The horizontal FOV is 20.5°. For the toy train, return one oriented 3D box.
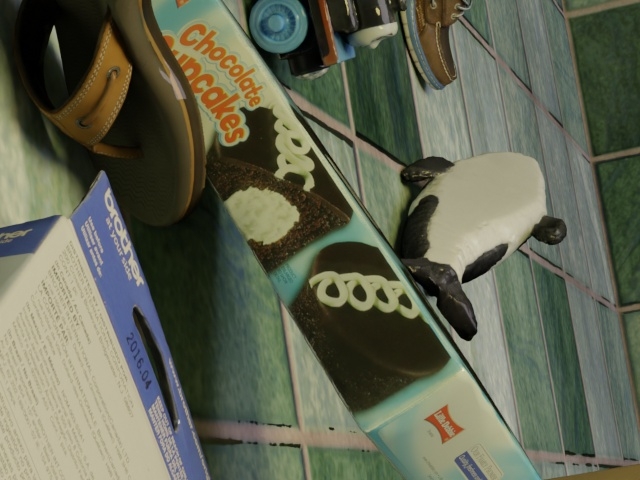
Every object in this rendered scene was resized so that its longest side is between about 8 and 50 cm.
[{"bbox_3d":[-0.004,-0.205,1.214,0.080,0.105,0.184,-33,110,-73],"label":"toy train"}]

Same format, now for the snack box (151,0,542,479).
[{"bbox_3d":[0.000,0.000,0.938,0.322,0.060,0.187,57,2,33],"label":"snack box"}]

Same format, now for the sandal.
[{"bbox_3d":[-0.108,-0.089,0.820,0.060,0.090,0.219,-39,146,-27],"label":"sandal"}]

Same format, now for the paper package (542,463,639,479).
[{"bbox_3d":[0.126,0.239,0.949,0.309,0.325,0.168,-28,106,-74],"label":"paper package"}]

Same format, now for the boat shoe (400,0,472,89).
[{"bbox_3d":[0.110,-0.235,1.697,0.066,0.066,0.183,-63,139,-65],"label":"boat shoe"}]

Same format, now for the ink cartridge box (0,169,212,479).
[{"bbox_3d":[-0.120,0.117,0.672,0.311,0.065,0.185,-65,141,-61],"label":"ink cartridge box"}]

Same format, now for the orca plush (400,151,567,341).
[{"bbox_3d":[0.130,0.017,1.537,0.287,0.151,0.102,-77,-178,-62],"label":"orca plush"}]
